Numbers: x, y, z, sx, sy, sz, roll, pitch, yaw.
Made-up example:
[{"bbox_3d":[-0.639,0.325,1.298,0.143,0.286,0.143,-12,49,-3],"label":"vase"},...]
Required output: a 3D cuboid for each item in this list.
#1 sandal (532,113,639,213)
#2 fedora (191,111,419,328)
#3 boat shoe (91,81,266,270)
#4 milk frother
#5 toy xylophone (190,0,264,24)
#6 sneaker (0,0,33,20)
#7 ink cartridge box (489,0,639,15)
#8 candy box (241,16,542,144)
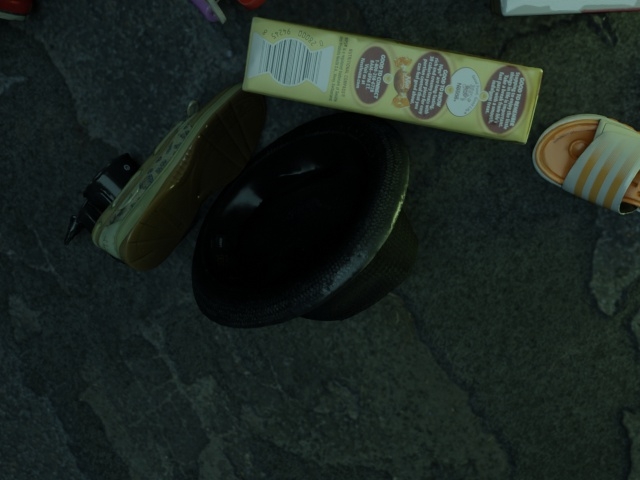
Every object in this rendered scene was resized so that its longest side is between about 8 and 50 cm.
[{"bbox_3d":[0.385,-0.075,0.943,0.265,0.076,0.102,24,108,15],"label":"sandal"},{"bbox_3d":[0.000,0.000,0.968,0.334,0.334,0.152,-39,127,15],"label":"fedora"},{"bbox_3d":[-0.175,-0.095,0.992,0.089,0.104,0.285,23,64,33],"label":"boat shoe"},{"bbox_3d":[-0.267,-0.019,1.080,0.135,0.129,0.143,46,148,-2],"label":"milk frother"},{"bbox_3d":[-0.051,-0.387,0.897,0.323,0.081,0.236,-41,51,15],"label":"toy xylophone"},{"bbox_3d":[-0.457,-0.405,0.998,0.118,0.107,0.279,-35,96,25],"label":"sneaker"},{"bbox_3d":[0.267,-0.292,0.857,0.159,0.218,0.092,0,108,9],"label":"ink cartridge box"},{"bbox_3d":[0.085,-0.190,0.927,0.316,0.183,0.087,13,105,6],"label":"candy box"}]
